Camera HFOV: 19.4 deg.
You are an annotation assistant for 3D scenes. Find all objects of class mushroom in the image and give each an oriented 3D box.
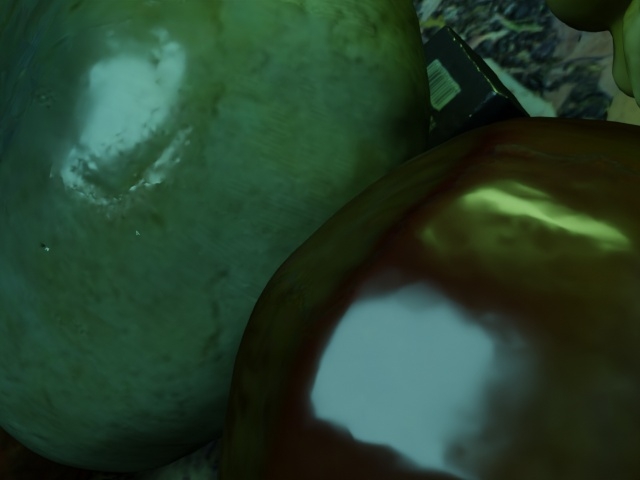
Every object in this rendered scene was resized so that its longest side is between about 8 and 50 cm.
[{"bbox_3d":[-0.080,-0.039,1.070,0.352,0.260,0.352,-33,47,44],"label":"mushroom"}]

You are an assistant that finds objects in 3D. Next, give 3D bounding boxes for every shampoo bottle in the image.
[{"bbox_3d":[0.000,0.000,1.212,0.309,0.071,0.098,-42,42,10],"label":"shampoo bottle"}]

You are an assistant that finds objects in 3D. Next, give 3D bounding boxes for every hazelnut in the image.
[{"bbox_3d":[0.119,0.118,0.842,0.366,0.366,0.366,-24,47,29],"label":"hazelnut"}]

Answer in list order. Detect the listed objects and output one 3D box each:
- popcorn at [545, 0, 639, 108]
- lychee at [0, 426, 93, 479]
[{"bbox_3d":[0.279,-0.224,0.911,0.390,0.344,0.354,-19,13,-14],"label":"popcorn"},{"bbox_3d":[-0.263,0.097,1.252,0.255,0.255,0.300,5,33,45],"label":"lychee"}]
